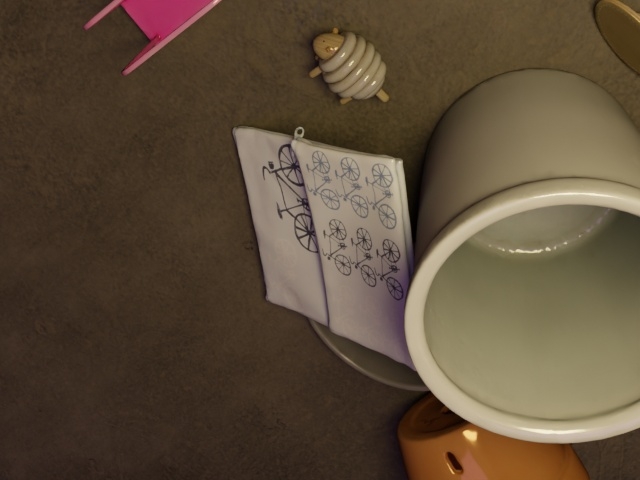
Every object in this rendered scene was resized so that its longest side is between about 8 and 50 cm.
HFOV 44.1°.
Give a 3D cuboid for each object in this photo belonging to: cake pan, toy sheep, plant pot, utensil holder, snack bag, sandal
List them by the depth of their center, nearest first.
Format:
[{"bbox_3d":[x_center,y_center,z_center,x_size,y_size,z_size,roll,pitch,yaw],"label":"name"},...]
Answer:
[{"bbox_3d":[0.274,-0.008,0.972,0.327,0.386,0.328,4,123,6],"label":"utensil holder"},{"bbox_3d":[0.453,-0.236,0.997,0.240,0.088,0.079,45,83,-3],"label":"sandal"},{"bbox_3d":[0.042,-0.228,1.053,0.132,0.091,0.091,33,121,-28],"label":"toy sheep"},{"bbox_3d":[0.000,0.000,1.111,0.342,0.037,0.323,21,131,43],"label":"snack bag"},{"bbox_3d":[0.107,0.107,1.210,0.293,0.054,0.293,19,134,21],"label":"cake pan"},{"bbox_3d":[0.256,0.351,1.276,0.290,0.291,0.204,-24,98,22],"label":"plant pot"}]

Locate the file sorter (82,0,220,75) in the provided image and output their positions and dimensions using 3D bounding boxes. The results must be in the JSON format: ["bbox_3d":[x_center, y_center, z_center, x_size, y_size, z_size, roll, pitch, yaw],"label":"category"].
[{"bbox_3d":[-0.242,-0.379,0.945,0.202,0.182,0.291,-30,113,24],"label":"file sorter"}]
